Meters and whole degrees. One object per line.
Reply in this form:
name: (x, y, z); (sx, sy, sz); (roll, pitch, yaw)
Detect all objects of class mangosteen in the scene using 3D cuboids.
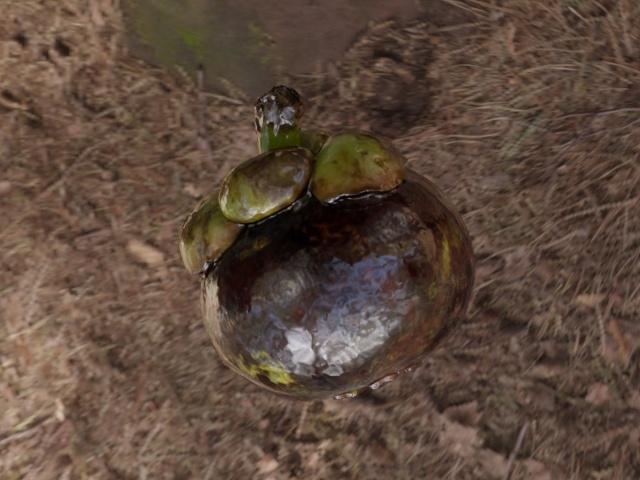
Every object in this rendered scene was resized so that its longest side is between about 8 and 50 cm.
mangosteen: (0.000, 0.000, 0.864); (0.192, 0.192, 0.217); (-21, 95, 18)
